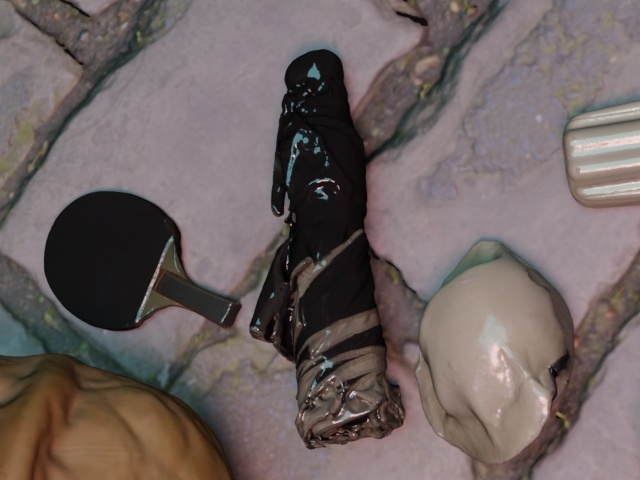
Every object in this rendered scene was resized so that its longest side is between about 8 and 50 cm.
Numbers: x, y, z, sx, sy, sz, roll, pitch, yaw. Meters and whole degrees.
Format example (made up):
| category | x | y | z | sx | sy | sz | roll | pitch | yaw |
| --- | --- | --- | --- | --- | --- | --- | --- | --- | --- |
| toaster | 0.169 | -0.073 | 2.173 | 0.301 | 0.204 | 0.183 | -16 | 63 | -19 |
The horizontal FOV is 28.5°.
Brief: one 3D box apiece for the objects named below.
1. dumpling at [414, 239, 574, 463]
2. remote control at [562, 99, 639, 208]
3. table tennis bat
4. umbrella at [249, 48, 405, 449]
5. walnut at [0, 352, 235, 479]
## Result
| category | x | y | z | sx | sy | sz | roll | pitch | yaw |
| --- | --- | --- | --- | --- | --- | --- | --- | --- | --- |
| dumpling | 0.132 | 0.091 | 1.035 | 0.150 | 0.092 | 0.176 | -33 | 74 | 25 |
| remote control | 0.313 | -0.080 | 1.021 | 0.230 | 0.049 | 0.090 | -8 | 78 | 17 |
| table tennis bat | -0.171 | 0.030 | 1.192 | 0.220 | 0.019 | 0.130 | 24 | 89 | 24 |
| umbrella | 0.000 | 0.002 | 1.093 | 0.106 | 0.113 | 0.358 | -14 | 68 | 20 |
| walnut | -0.239 | 0.271 | 1.005 | 0.381 | 0.381 | 0.381 | -4 | 77 | 19 |
